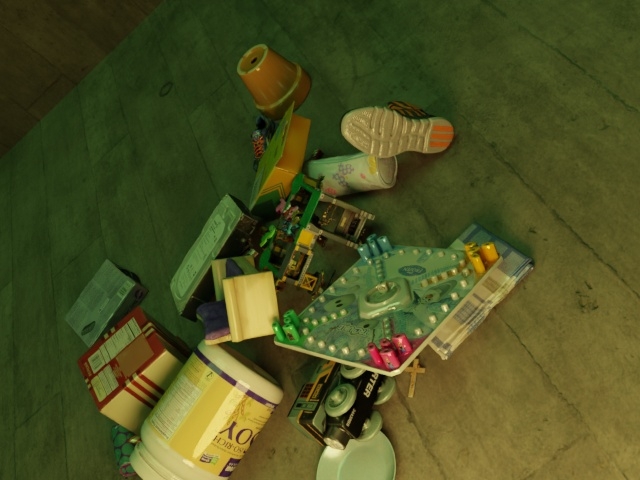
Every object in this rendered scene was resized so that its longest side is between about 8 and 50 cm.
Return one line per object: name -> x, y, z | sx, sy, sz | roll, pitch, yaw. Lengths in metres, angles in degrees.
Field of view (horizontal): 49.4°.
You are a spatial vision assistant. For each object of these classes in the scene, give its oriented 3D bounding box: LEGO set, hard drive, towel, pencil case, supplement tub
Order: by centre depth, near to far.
towel -> 0.310, 0.106, 1.538 | 0.285, 0.034, 0.209 | -47, 40, 0
supplement tub -> -0.269, 0.425, 1.641 | 0.241, 0.241, 0.331 | 28, 81, 47
LEGO set -> 0.000, 0.000, 1.804 | 0.255, 0.192, 0.332 | 17, 86, 65
pencil case -> 0.073, -0.182, 1.879 | 0.273, 0.124, 0.114 | -8, 59, 38
pencil case -> -0.523, 0.563, 1.882 | 0.064, 0.070, 0.152 | -40, 43, 6
LEGO set -> -0.144, -0.026, 1.974 | 0.227, 0.087, 0.093 | -44, 55, 7
hard drive -> -0.316, 0.041, 2.010 | 0.339, 0.064, 0.237 | -56, 26, 6

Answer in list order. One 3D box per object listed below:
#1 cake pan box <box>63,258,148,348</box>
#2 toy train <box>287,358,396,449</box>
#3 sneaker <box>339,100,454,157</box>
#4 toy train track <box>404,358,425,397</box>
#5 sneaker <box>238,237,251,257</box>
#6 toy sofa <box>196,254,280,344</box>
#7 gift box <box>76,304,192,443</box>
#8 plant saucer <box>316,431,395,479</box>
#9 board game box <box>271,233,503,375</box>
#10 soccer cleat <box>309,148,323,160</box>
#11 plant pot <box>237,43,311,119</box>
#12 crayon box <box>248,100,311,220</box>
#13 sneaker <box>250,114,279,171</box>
cake pan box -> -0.712, 0.209, 2.303 | 0.245, 0.070, 0.267 | 25, 79, 45
toy train -> 0.064, 0.295, 1.510 | 0.190, 0.142, 0.334 | -10, 41, 46
sneaker -> 0.167, -0.292, 1.781 | 0.180, 0.320, 0.125 | 44, 125, 55
toy train track -> 0.203, 0.298, 1.503 | 0.048, 0.014, 0.083 | -1, 66, 32
sneaker -> -0.261, 0.031, 2.068 | 0.118, 0.042, 0.067 | -18, 47, 27
toy sofa -> -0.220, 0.136, 1.726 | 0.177, 0.150, 0.362 | -8, 7, -12
gift box -> -0.465, 0.370, 1.831 | 0.276, 0.258, 0.255 | -40, 42, -1
plant saucer -> 0.080, 0.486, 1.452 | 0.194, 0.037, 0.195 | -21, 49, 27
board game box -> 0.133, 0.115, 1.510 | 0.390, 0.050, 0.389 | -40, 27, -31
soccer cleat -> -0.023, -0.237, 2.072 | 0.035, 0.029, 0.083 | 3, 59, 51
plant pot -> -0.167, -0.535, 2.288 | 0.205, 0.188, 0.205 | -22, 49, 27
crayon box -> -0.111, -0.219, 1.977 | 0.318, 0.081, 0.202 | 129, 155, -57
sneaker -> -0.189, -0.309, 2.219 | 0.083, 0.087, 0.221 | -20, 49, 29
